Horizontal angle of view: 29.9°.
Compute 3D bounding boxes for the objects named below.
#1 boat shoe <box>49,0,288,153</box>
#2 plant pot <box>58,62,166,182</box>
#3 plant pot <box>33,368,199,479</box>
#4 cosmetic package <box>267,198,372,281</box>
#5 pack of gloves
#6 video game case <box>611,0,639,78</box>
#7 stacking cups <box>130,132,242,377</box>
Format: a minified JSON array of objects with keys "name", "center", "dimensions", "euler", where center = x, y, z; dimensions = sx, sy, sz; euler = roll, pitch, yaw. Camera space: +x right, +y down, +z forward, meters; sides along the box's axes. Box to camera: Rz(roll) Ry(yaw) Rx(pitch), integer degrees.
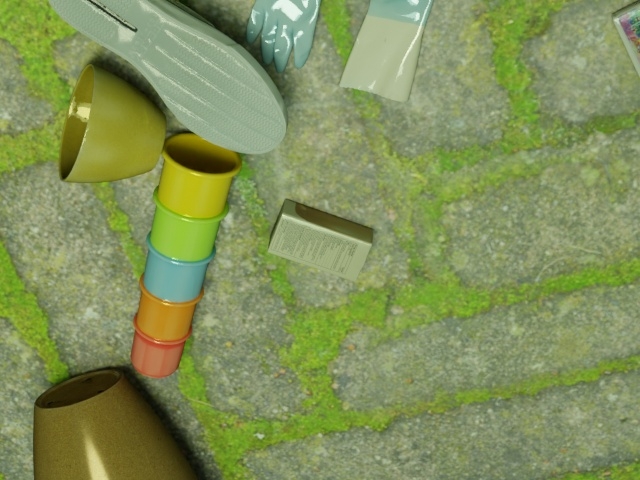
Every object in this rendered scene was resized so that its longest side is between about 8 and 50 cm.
[{"name":"boat shoe","center":[-0.153,-0.213,1.290],"dimensions":[0.302,0.094,0.109],"euler":[39,117,-16]},{"name":"plant pot","center":[-0.228,-0.121,1.340],"dimensions":[0.095,0.134,0.134],"euler":[13,121,-23]},{"name":"plant pot","center":[-0.271,0.305,1.537],"dimensions":[0.237,0.237,0.254],"euler":[-13,105,11]},{"name":"cosmetic package","center":[0.000,0.000,1.432],"dimensions":[0.115,0.041,0.060],"euler":[20,118,-8]},{"name":"pack of gloves","center":[0.027,-0.266,1.277],"dimensions":[0.195,0.046,0.232],"euler":[11,120,-4]},{"name":"video game case","center":[0.412,-0.210,1.298],"dimensions":[0.143,0.019,0.157],"euler":[-25,116,17]},{"name":"stacking cups","center":[-0.179,0.027,1.436],"dimensions":[0.096,0.096,0.316],"euler":[17,122,-6]}]
